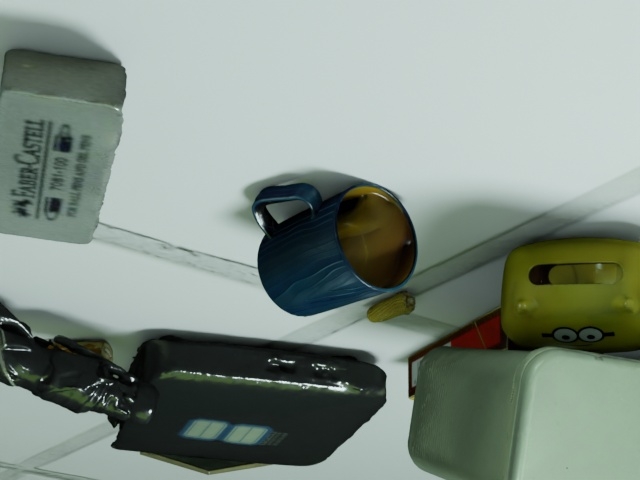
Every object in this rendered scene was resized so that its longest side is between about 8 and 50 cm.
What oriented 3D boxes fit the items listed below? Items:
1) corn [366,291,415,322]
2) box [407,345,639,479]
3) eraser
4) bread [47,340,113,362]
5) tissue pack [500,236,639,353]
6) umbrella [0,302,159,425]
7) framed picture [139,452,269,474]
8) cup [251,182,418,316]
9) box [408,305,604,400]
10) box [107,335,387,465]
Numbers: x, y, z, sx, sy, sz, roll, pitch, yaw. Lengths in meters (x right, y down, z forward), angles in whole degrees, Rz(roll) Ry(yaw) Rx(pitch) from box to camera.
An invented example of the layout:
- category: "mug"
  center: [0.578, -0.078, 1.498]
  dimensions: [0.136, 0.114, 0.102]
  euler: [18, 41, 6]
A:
- category: "corn"
  center: [0.088, 0.082, 1.817]
  dimensions: [0.028, 0.027, 0.083]
  euler: [24, 151, -28]
- category: "box"
  center: [0.314, 0.218, 1.658]
  dimensions: [0.352, 0.177, 0.344]
  euler: [10, 176, -16]
- category: "eraser"
  center: [-0.254, -0.081, 1.407]
  dimensions: [0.111, 0.077, 0.352]
  euler: [6, 156, -13]
- category: "bread"
  center: [-0.323, 0.154, 1.994]
  dimensions: [0.083, 0.036, 0.047]
  euler: [-1, 159, 10]
- category: "tissue pack"
  center: [0.287, 0.059, 1.631]
  dimensions: [0.178, 0.123, 0.127]
  euler: [-1, 159, 16]
- category: "umbrella"
  center: [-0.369, 0.144, 1.862]
  dimensions: [0.357, 0.106, 0.113]
  euler: [20, 159, -15]
- category: "framed picture"
  center: [-0.162, 0.332, 2.284]
  dimensions: [0.136, 0.010, 0.201]
  euler: [11, -175, 34]
- category: "cup"
  center: [0.008, -0.002, 1.563]
  dimensions: [0.113, 0.150, 0.138]
  euler: [-24, -179, -44]
- category: "box"
  center: [0.238, 0.160, 1.937]
  dimensions: [0.153, 0.074, 0.240]
  euler: [17, 153, -22]
- category: "box"
  center: [-0.109, 0.233, 2.096]
  dimensions: [0.350, 0.091, 0.359]
  euler: [7, 155, -14]
